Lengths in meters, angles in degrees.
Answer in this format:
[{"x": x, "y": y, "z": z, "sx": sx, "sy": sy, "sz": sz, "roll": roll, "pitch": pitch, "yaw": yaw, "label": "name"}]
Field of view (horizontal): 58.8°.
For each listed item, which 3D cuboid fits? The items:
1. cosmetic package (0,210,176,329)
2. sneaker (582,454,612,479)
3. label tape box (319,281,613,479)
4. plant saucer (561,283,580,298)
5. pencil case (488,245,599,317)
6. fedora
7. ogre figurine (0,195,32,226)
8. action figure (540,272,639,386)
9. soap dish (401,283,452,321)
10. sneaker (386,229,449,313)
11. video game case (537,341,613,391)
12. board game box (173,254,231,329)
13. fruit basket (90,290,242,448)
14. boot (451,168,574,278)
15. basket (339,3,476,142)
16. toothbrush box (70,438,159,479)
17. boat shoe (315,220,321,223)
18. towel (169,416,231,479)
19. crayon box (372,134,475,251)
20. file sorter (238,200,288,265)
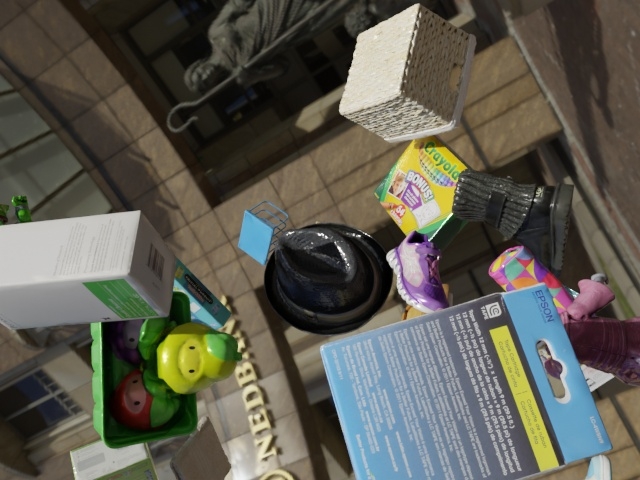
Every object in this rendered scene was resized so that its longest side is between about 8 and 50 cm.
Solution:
[{"x": -0.507, "y": 0.066, "z": 1.162, "sx": 0.197, "sy": 0.366, "sz": 0.155, "roll": 69, "pitch": -164, "yaw": -56, "label": "cosmetic package"}, {"x": 0.714, "y": 0.739, "z": 1.620, "sx": 0.319, "sy": 0.208, "sz": 0.127, "roll": -56, "pitch": -41, "yaw": -41, "label": "sneaker"}, {"x": 0.199, "y": 0.230, "z": 0.838, "sx": 0.115, "sy": 0.348, "sz": 0.249, "roll": 86, "pitch": 168, "yaw": -74, "label": "label tape box"}, {"x": 0.681, "y": 0.162, "z": 1.600, "sx": 0.192, "sy": 0.067, "sz": 0.018, "roll": 36, "pitch": 167, "yaw": 40, "label": "plant saucer"}, {"x": 0.462, "y": 0.114, "z": 1.180, "sx": 0.236, "sy": 0.104, "sz": 0.104, "roll": 44, "pitch": -163, "yaw": 0, "label": "pencil case"}, {"x": 0.002, "y": 0.060, "z": 1.355, "sx": 0.152, "sy": 0.334, "sz": 0.334, "roll": 64, "pitch": -173, "yaw": -57, "label": "fedora"}, {"x": -0.747, "y": -0.025, "z": 1.299, "sx": 0.118, "sy": 0.097, "sz": 0.197, "roll": 47, "pitch": -151, "yaw": 13, "label": "ogre figurine"}, {"x": 0.540, "y": 0.211, "z": 1.068, "sx": 0.276, "sy": 0.370, "sz": 0.248, "roll": -64, "pitch": -16, "yaw": -74, "label": "action figure"}, {"x": 0.381, "y": 0.314, "z": 2.102, "sx": 0.118, "sy": 0.229, "sz": 0.291, "roll": 28, "pitch": -139, "yaw": -5, "label": "soap dish"}, {"x": 0.213, "y": 0.059, "z": 1.181, "sx": 0.095, "sy": 0.104, "sz": 0.236, "roll": 21, "pitch": -153, "yaw": -23, "label": "sneaker"}, {"x": 0.766, "y": 0.343, "z": 1.680, "sx": 0.206, "sy": 0.227, "sz": 0.026, "roll": 36, "pitch": -130, "yaw": 10, "label": "video game case"}, {"x": -0.539, "y": 0.219, "z": 2.158, "sx": 0.336, "sy": 0.254, "sz": 0.079, "roll": 50, "pitch": -139, "yaw": -20, "label": "board game box"}, {"x": -0.390, "y": 0.300, "z": 1.392, "sx": 0.283, "sy": 0.392, "sz": 0.392, "roll": 5, "pitch": -124, "yaw": -43, "label": "fruit basket"}, {"x": 0.461, "y": -0.035, "z": 1.379, "sx": 0.348, "sy": 0.260, "sz": 0.131, "roll": 70, "pitch": -143, "yaw": -48, "label": "boot"}, {"x": 0.275, "y": -0.527, "z": 1.840, "sx": 0.266, "sy": 0.331, "sz": 0.328, "roll": 20, "pitch": -101, "yaw": -31, "label": "basket"}, {"x": -0.615, "y": 0.714, "z": 1.734, "sx": 0.122, "sy": 0.206, "sz": 0.283, "roll": 55, "pitch": 154, "yaw": 39, "label": "toothbrush box"}, {"x": 0.000, "y": 0.000, "z": 1.929, "sx": 0.050, "sy": 0.045, "sz": 0.135, "roll": -35, "pitch": -51, "yaw": -67, "label": "boat shoe"}, {"x": -0.381, "y": 0.720, "z": 1.826, "sx": 0.187, "sy": 0.049, "sz": 0.282, "roll": -54, "pitch": -38, "yaw": -46, "label": "towel"}, {"x": 0.386, "y": -0.174, "z": 2.009, "sx": 0.106, "sy": 0.313, "sz": 0.363, "roll": 17, "pitch": -151, "yaw": -39, "label": "crayon box"}, {"x": -0.188, "y": -0.029, "z": 1.902, "sx": 0.118, "sy": 0.170, "sz": 0.104, "roll": 34, "pitch": -134, "yaw": 16, "label": "file sorter"}]
